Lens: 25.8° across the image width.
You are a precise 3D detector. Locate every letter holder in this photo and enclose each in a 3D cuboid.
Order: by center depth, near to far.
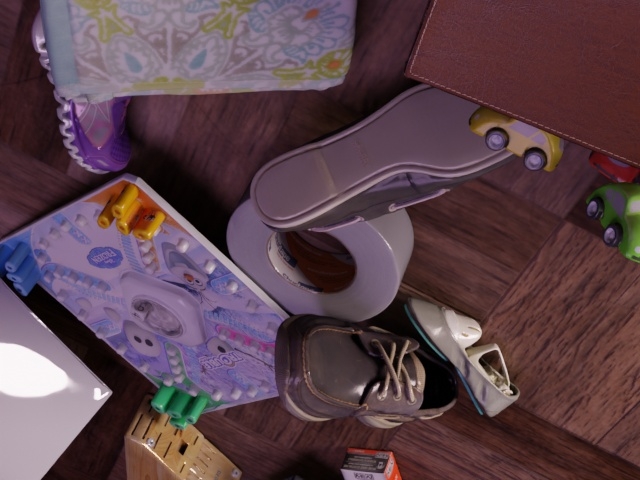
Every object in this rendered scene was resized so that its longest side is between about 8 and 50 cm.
[{"bbox_3d":[0.261,-0.218,1.288,0.301,0.152,0.214,22,136,3],"label":"letter holder"}]

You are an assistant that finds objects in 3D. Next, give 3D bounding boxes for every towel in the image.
[{"bbox_3d":[-0.120,-0.288,1.357,0.320,0.090,0.374,-4,141,-7],"label":"towel"}]

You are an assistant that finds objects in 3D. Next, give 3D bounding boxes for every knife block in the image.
[{"bbox_3d":[-0.256,0.379,2.177,0.242,0.088,0.276,-23,121,39],"label":"knife block"}]

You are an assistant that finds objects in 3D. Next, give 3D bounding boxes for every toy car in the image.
[{"bbox_3d":[0.279,-0.061,1.349,0.239,0.225,0.053,10,123,-26],"label":"toy car"}]

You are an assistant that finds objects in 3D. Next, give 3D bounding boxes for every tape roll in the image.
[{"bbox_3d":[0.000,0.000,1.686,0.219,0.072,0.219,14,138,13],"label":"tape roll"}]

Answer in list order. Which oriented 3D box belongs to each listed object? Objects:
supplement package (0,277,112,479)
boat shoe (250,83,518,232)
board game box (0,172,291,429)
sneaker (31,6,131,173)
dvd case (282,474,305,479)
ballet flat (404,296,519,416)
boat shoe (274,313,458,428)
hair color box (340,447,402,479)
[{"bbox_3d":[-0.471,0.200,1.981,0.145,0.204,0.262,5,140,53],"label":"supplement package"},{"bbox_3d":[0.085,-0.092,1.516,0.335,0.112,0.095,-19,168,13],"label":"boat shoe"},{"bbox_3d":[-0.216,0.102,1.852,0.390,0.050,0.390,44,145,-19],"label":"board game box"},{"bbox_3d":[-0.251,-0.175,1.618,0.104,0.095,0.236,0,132,14],"label":"sneaker"},{"bbox_3d":[-0.024,0.438,2.142,0.180,0.022,0.253,36,148,-11],"label":"dvd case"},{"bbox_3d":[0.183,0.134,1.753,0.068,0.072,0.213,-31,119,12],"label":"ballet flat"},{"bbox_3d":[0.064,0.153,1.691,0.130,0.132,0.355,-10,167,26],"label":"boat shoe"},{"bbox_3d":[0.083,0.366,2.038,0.072,0.043,0.141,2,135,23],"label":"hair color box"}]
